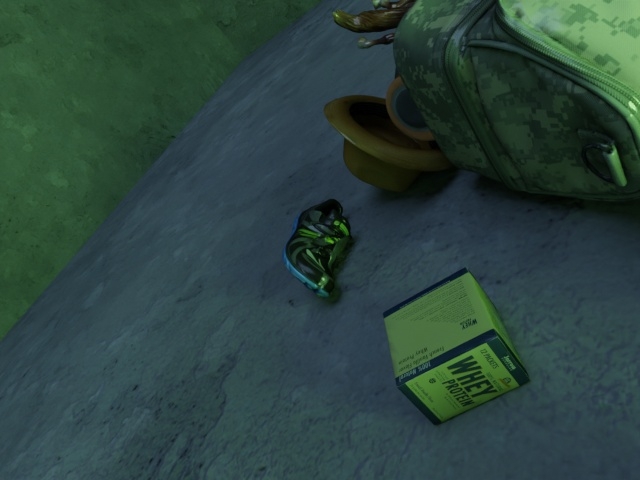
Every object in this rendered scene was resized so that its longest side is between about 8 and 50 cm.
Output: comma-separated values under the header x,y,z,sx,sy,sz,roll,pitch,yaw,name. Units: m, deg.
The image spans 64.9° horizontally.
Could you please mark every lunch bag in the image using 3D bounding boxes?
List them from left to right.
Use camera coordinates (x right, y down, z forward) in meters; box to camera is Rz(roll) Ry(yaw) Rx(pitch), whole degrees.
x,y,z,sx,sy,sz,roll,pitch,yaw,name
0.259,-0.186,0.434,0.305,0.212,0.256,-43,36,-5,lunch bag

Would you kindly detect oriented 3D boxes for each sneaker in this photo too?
x,y,z,sx,sy,sz,roll,pitch,yaw,name
0.000,0.000,0.648,0.078,0.067,0.188,-37,23,23,sneaker

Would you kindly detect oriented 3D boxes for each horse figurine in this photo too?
x,y,z,sx,sy,sz,roll,pitch,yaw,name
0.143,-0.283,0.563,0.263,0.066,0.174,-38,28,-22,horse figurine

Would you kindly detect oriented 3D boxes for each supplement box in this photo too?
x,y,z,sx,sy,sz,roll,pitch,yaw,name
0.103,0.082,0.398,0.083,0.056,0.083,-33,27,18,supplement box

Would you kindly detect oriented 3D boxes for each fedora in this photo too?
x,y,z,sx,sy,sz,roll,pitch,yaw,name
0.087,-0.124,0.670,0.194,0.194,0.079,-84,8,-54,fedora

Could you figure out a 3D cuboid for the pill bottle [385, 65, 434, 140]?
x,y,z,sx,sy,sz,roll,pitch,yaw,name
0.180,-0.227,0.638,0.130,0.130,0.245,-4,37,51,pill bottle
